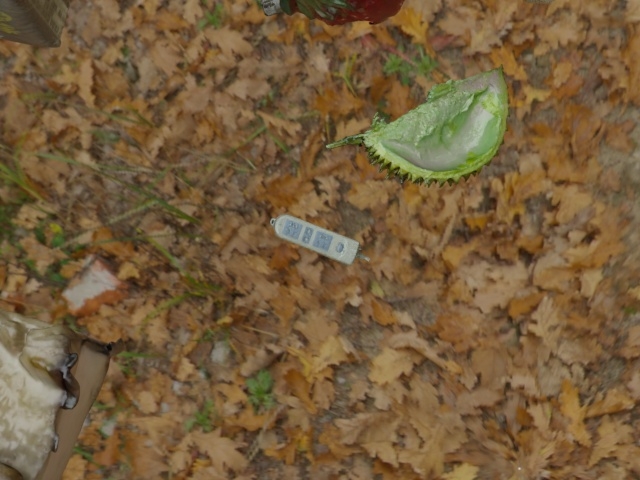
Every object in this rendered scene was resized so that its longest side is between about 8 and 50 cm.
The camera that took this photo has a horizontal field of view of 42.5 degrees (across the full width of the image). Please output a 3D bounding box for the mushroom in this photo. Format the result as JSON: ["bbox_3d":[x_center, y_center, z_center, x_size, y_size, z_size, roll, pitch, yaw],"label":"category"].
[{"bbox_3d":[-0.527,0.212,1.140,0.397,0.224,0.314,20,78,2],"label":"mushroom"}]

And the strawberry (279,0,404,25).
[{"bbox_3d":[0.048,-0.421,1.047,0.257,0.257,0.277,31,79,19],"label":"strawberry"}]

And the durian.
[{"bbox_3d":[0.111,-0.106,0.845,0.215,0.086,0.100,-28,109,-18],"label":"durian"}]

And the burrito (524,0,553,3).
[{"bbox_3d":[0.272,-0.436,1.151,0.143,0.299,0.105,45,100,18],"label":"burrito"}]

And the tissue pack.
[{"bbox_3d":[-0.399,-0.296,0.913,0.185,0.257,0.081,14,87,-5],"label":"tissue pack"}]

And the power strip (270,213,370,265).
[{"bbox_3d":[0.000,0.000,1.465,0.191,0.030,0.048,21,88,-5],"label":"power strip"}]

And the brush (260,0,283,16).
[{"bbox_3d":[-0.015,-0.436,1.447,0.190,0.027,0.034,-13,102,12],"label":"brush"}]
